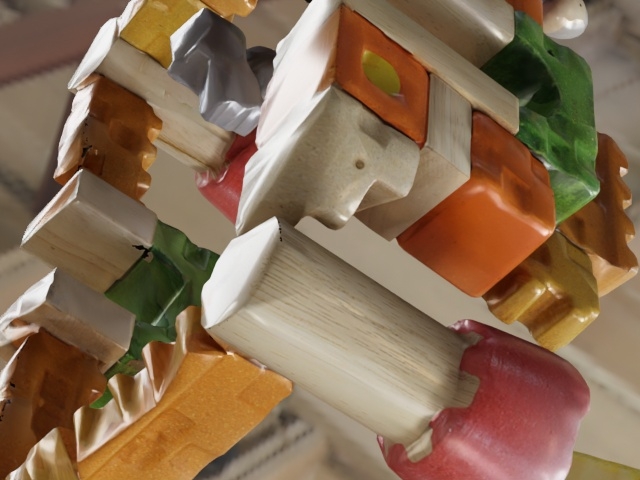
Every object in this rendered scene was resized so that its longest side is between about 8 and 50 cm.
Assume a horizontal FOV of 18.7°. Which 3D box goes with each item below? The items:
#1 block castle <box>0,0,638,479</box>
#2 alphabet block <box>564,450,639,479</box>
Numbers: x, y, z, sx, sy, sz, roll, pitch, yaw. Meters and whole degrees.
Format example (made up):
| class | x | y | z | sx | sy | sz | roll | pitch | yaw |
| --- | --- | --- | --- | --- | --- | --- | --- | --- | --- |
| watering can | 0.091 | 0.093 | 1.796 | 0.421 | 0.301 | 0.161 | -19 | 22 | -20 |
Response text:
| class | x | y | z | sx | sy | sz | roll | pitch | yaw |
| --- | --- | --- | --- | --- | --- | --- | --- | --- | --- |
| block castle | 0.000 | 0.000 | 0.997 | 0.213 | 0.303 | 0.453 | 33 | -144 | -21 |
| alphabet block | 0.173 | 0.250 | 1.390 | 0.193 | 0.197 | 0.192 | 14 | 174 | 17 |
